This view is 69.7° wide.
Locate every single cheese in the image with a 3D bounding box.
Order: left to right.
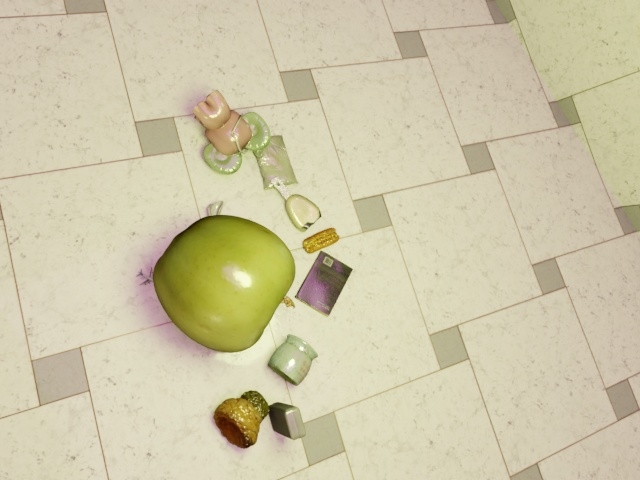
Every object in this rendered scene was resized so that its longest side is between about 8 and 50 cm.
[{"bbox_3d":[-0.110,-0.160,1.888,0.127,0.054,0.251,-44,97,-22],"label":"cheese"}]

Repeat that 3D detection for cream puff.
[{"bbox_3d":[-0.259,0.610,1.616,0.183,0.183,0.169,50,45,0],"label":"cream puff"}]

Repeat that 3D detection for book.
[{"bbox_3d":[0.017,0.173,1.870,0.160,0.024,0.228,32,69,-7],"label":"book"}]

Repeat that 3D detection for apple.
[{"bbox_3d":[-0.321,0.136,1.551,0.474,0.473,0.473,4,75,-16],"label":"apple"}]

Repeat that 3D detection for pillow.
[{"bbox_3d":[-0.195,-0.328,1.921,0.148,0.050,0.229,-17,85,-14],"label":"pillow"}]

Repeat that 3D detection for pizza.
[{"bbox_3d":[-0.132,0.241,1.811,0.083,0.016,0.037,38,75,-6],"label":"pizza"}]

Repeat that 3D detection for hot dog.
[{"bbox_3d":[0.000,0.000,1.898,0.165,0.045,0.071,-24,86,-22],"label":"hot dog"}]

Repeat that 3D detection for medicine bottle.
[{"bbox_3d":[-0.100,0.439,1.700,0.147,0.147,0.143,40,67,-4],"label":"medicine bottle"}]

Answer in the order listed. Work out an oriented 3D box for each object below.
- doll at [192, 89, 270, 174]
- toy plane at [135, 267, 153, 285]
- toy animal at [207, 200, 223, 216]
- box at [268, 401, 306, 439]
[{"bbox_3d":[-0.361,-0.423,1.805,0.284,0.216,0.268,-43,96,-5],"label":"doll"},{"bbox_3d":[-0.629,0.136,1.680,0.084,0.024,0.078,33,68,-14],"label":"toy plane"},{"bbox_3d":[-0.405,-0.051,1.776,0.181,0.131,0.127,57,36,-5],"label":"toy animal"},{"bbox_3d":[-0.121,0.621,1.594,0.055,0.244,0.103,-14,81,-23],"label":"box"}]
